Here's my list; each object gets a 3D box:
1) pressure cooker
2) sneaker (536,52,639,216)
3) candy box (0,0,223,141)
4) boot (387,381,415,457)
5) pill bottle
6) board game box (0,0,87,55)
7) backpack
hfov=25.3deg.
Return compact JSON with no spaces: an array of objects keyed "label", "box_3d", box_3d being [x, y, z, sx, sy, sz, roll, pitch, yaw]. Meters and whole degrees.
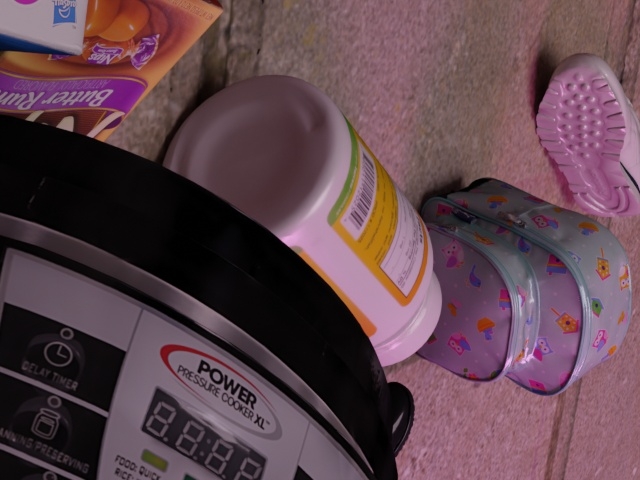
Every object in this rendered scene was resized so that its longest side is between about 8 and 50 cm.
[{"label":"pressure cooker","box_3d":[-0.163,0.146,0.627,0.370,0.376,0.420,87,17,-48]},{"label":"sneaker","box_3d":[0.278,-0.120,1.435,0.235,0.090,0.094,62,42,-53]},{"label":"candy box","box_3d":[-0.153,-0.087,0.761,0.187,0.053,0.109,-44,152,19]},{"label":"boot","box_3d":[0.030,0.172,1.242,0.099,0.045,0.121,30,81,-54]},{"label":"pill bottle","box_3d":[0.000,0.000,1.026,0.136,0.136,0.245,-62,146,-14]},{"label":"board game box","box_3d":[-0.189,-0.242,0.519,0.308,0.086,0.301,5,92,-65]},{"label":"backpack","box_3d":[0.170,0.046,1.248,0.144,0.188,0.165,-26,127,-48]}]
